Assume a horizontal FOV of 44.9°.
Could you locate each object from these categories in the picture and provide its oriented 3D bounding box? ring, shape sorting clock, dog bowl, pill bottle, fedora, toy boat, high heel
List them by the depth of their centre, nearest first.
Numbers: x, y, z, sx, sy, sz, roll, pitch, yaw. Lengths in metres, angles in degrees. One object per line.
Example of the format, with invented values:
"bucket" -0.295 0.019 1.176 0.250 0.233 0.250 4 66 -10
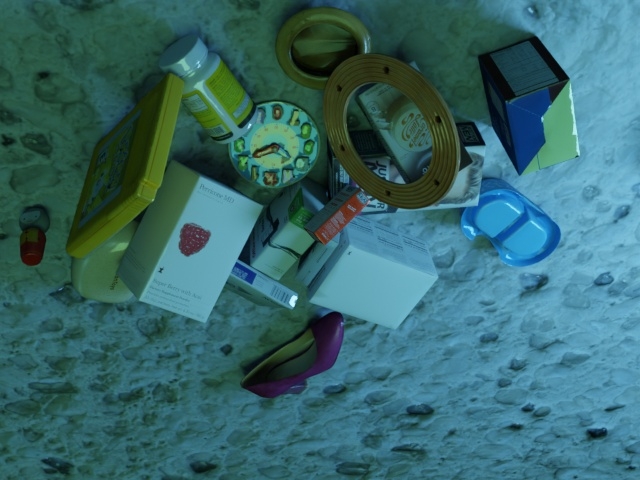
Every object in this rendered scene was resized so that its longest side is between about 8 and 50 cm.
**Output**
"ring" 0.140 -0.216 1.551 0.032 0.336 0.337 -35 142 -36
"fedora" 0.006 -0.401 1.576 0.194 0.079 0.194 0 130 0
"pill bottle" -0.229 -0.310 1.590 0.119 0.119 0.208 -27 128 14
"shape sorting clock" -0.102 -0.211 1.731 0.206 0.040 0.206 -4 123 -7
"toy boat" -0.543 0.017 1.815 0.318 0.148 0.267 16 131 -30
"dog bowl" 0.468 -0.048 1.940 0.297 0.074 0.166 31 119 -28
"high heel" -0.075 0.318 2.119 0.181 0.127 0.377 7 132 -27

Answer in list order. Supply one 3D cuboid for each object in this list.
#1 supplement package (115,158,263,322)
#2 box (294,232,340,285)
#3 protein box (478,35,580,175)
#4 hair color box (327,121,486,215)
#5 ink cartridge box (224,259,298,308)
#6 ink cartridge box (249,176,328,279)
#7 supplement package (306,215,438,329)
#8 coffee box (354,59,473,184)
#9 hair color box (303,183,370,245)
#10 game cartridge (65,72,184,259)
"supplement package" -0.292 0.000 1.714 0.177 0.175 0.293 24 94 -35
"box" 0.000 0.000 1.835 0.038 0.186 0.145 29 121 -12
"protein box" 0.443 -0.287 1.654 0.135 0.201 0.200 -18 130 7
"hair color box" 0.192 -0.162 1.784 0.347 0.105 0.174 -6 130 -5
"ink cartridge box" -0.201 0.100 1.889 0.223 0.045 0.224 32 162 -29
"ink cartridge box" -0.076 -0.032 1.820 0.086 0.153 0.208 29 119 -25
"supplement package" 0.121 0.077 1.945 0.261 0.145 0.204 20 123 -22
"coffee box" 0.197 -0.234 1.641 0.141 0.098 0.247 -33 96 1
"hair color box" 0.035 -0.057 1.692 0.141 0.072 0.043 -44 114 -8
"game cartridge" -0.389 -0.143 1.534 0.052 0.285 0.323 25 143 -29
